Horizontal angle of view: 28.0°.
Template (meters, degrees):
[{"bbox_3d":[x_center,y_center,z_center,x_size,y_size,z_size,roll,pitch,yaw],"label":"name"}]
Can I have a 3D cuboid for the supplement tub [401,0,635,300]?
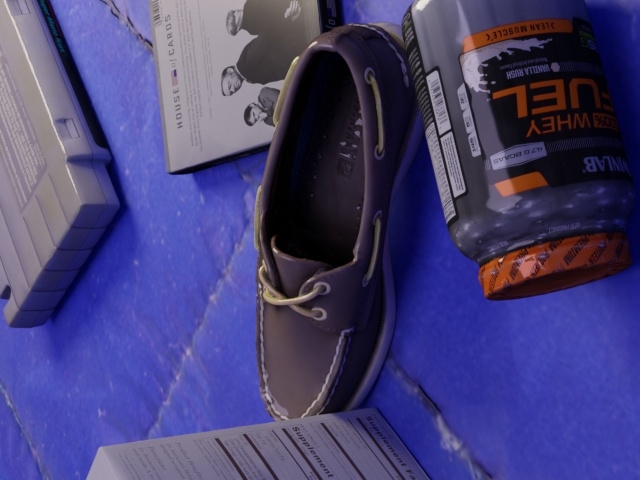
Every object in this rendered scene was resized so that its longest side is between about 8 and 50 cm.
[{"bbox_3d":[0.124,-0.065,0.792,0.117,0.117,0.190,-26,73,48],"label":"supplement tub"}]

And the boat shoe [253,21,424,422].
[{"bbox_3d":[0.000,0.000,0.948,0.116,0.097,0.324,23,110,27],"label":"boat shoe"}]

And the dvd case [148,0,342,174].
[{"bbox_3d":[-0.067,-0.162,1.090,0.238,0.029,0.179,-11,84,51],"label":"dvd case"}]

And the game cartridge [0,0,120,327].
[{"bbox_3d":[-0.327,-0.113,1.392,0.230,0.068,0.355,-47,57,37],"label":"game cartridge"}]

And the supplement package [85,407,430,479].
[{"bbox_3d":[-0.042,0.222,0.909,0.134,0.244,0.139,51,130,37],"label":"supplement package"}]
